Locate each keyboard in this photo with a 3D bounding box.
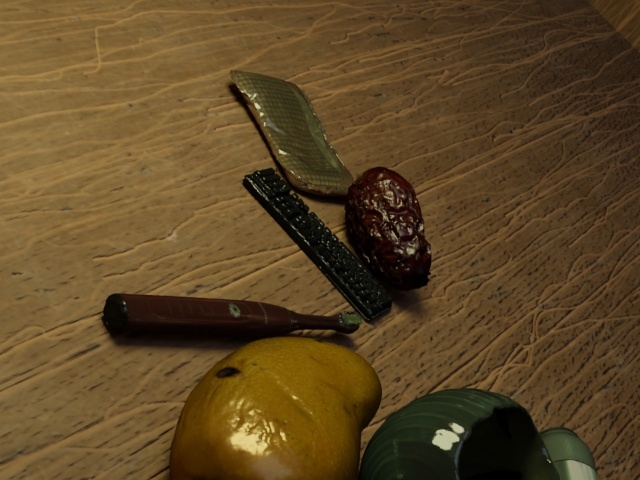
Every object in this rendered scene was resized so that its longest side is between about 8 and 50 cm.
[{"bbox_3d":[0.000,-0.001,1.851,0.231,0.023,0.072,48,26,10],"label":"keyboard"}]

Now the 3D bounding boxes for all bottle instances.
[{"bbox_3d":[0.278,0.315,1.706,0.253,0.080,0.096,-93,167,-53],"label":"bottle"}]

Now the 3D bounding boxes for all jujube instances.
[{"bbox_3d":[0.083,-0.016,1.899,0.104,0.104,0.166,17,38,-39],"label":"jujube"}]

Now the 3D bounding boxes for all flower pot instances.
[{"bbox_3d":[0.135,0.240,1.517,0.243,0.157,0.189,0,68,-62],"label":"flower pot"}]

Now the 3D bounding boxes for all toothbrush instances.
[{"bbox_3d":[-0.079,0.082,1.613,0.364,0.041,0.041,7,44,-48],"label":"toothbrush"}]

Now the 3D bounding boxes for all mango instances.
[{"bbox_3d":[-0.040,0.183,1.436,0.177,0.120,0.295,37,25,4],"label":"mango"}]

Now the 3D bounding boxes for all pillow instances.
[{"bbox_3d":[-0.031,-0.137,1.994,0.135,0.034,0.211,6,46,-51],"label":"pillow"}]
